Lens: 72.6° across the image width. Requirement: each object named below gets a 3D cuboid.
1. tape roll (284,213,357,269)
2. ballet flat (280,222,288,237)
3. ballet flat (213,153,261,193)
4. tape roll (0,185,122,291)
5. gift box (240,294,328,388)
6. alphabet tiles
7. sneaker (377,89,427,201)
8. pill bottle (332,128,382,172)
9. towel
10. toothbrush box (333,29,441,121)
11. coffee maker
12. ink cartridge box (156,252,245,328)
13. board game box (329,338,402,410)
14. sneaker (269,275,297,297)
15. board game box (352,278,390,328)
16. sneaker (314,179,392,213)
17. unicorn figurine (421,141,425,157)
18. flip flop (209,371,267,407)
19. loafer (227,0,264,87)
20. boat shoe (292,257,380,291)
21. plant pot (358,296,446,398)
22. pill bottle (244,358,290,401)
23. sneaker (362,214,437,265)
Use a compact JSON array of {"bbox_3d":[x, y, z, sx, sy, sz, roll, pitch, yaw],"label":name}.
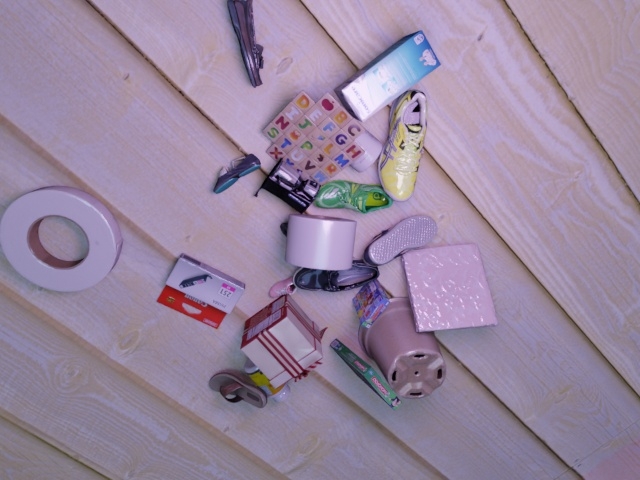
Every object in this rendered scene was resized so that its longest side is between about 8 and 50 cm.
[{"bbox_3d":[0.000,0.000,1.549,0.246,0.246,0.169,4,97,-8],"label":"tape roll"},{"bbox_3d":[-0.090,-0.004,1.667,0.057,0.049,0.173,-45,116,-19],"label":"ballet flat"},{"bbox_3d":[-0.305,-0.243,1.543,0.203,0.074,0.074,-30,110,12],"label":"ballet flat"},{"bbox_3d":[-0.921,-0.002,1.559,0.392,0.072,0.391,-2,110,-6],"label":"tape roll"},{"bbox_3d":[-0.123,0.387,1.689,0.276,0.255,0.258,-33,108,12],"label":"gift box"},{"bbox_3d":[-0.026,-0.333,1.467,0.285,0.011,0.343,42,133,-18],"label":"alphabet tiles"},{"bbox_3d":[0.282,-0.324,1.485,0.145,0.147,0.384,3,95,-4],"label":"sneaker"},{"bbox_3d":[0.091,-0.353,1.504,0.229,0.131,0.131,37,102,-16],"label":"pill bottle"},{"bbox_3d":[0.493,0.182,1.680,0.317,0.053,0.331,-5,68,-3],"label":"towel"},{"bbox_3d":[0.204,-0.525,1.409,0.296,0.216,0.126,-36,109,9],"label":"toothbrush box"},{"bbox_3d":[-0.113,-0.183,1.562,0.178,0.120,0.171,35,142,-13],"label":"coffee maker"},{"bbox_3d":[-0.469,0.212,1.692,0.275,0.060,0.238,29,103,-15],"label":"ink cartridge box"},{"bbox_3d":[0.173,0.525,1.737,0.046,0.317,0.213,-42,109,-12],"label":"board game box"},{"bbox_3d":[-0.144,0.192,1.712,0.134,0.070,0.051,-30,113,6],"label":"sneaker"},{"bbox_3d":[0.192,0.235,1.692,0.035,0.201,0.136,32,104,-16],"label":"board game box"},{"bbox_3d":[0.125,-0.159,1.582,0.296,0.123,0.109,-2,111,-4],"label":"sneaker"},{"bbox_3d":[0.308,-0.298,1.592,0.111,0.060,0.161,23,92,-4],"label":"unicorn figurine"},{"bbox_3d":[-0.350,0.631,1.798,0.277,0.080,0.112,16,119,23],"label":"flip flop"},{"bbox_3d":[-0.220,-0.633,1.393,0.084,0.096,0.267,-18,109,-6],"label":"loafer"},{"bbox_3d":[0.069,0.140,1.670,0.340,0.113,0.127,-2,105,-14],"label":"boat shoe"},{"bbox_3d":[0.342,0.440,1.728,0.334,0.305,0.333,-2,110,-6],"label":"plant pot"},{"bbox_3d":[-0.216,0.571,1.817,0.117,0.117,0.215,-31,110,6],"label":"pill bottle"},{"bbox_3d":[0.294,-0.001,1.668,0.321,0.127,0.126,-24,87,-22],"label":"sneaker"}]
